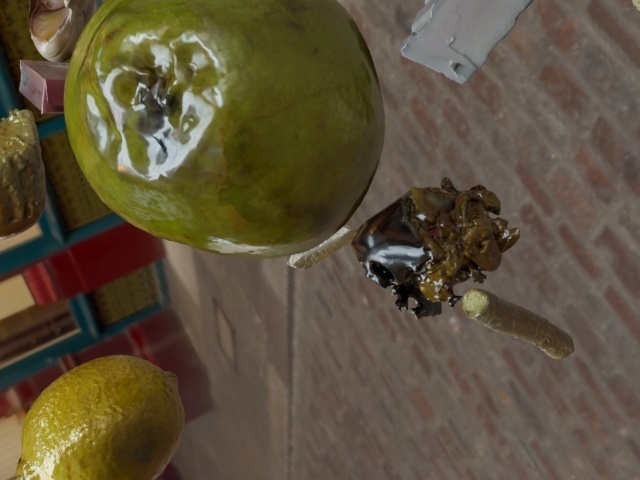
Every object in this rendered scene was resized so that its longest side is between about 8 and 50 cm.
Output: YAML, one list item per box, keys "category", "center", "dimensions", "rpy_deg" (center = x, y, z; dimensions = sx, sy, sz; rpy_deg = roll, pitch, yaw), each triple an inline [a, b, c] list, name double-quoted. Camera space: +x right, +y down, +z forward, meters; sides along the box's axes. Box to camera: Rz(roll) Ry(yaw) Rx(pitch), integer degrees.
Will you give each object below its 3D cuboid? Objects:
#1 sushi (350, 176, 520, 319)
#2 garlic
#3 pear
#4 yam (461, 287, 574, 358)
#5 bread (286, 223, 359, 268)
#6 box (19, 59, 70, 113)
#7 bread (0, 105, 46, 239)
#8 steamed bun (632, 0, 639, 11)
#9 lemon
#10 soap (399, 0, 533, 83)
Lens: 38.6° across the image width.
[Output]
- category: "sushi"
  center: [0.190, 0.004, 1.487]
  dimensions: [0.204, 0.213, 0.200]
  rpy_deg: [-41, 80, 31]
- category: "garlic"
  center: [-0.411, -0.363, 1.440]
  dimensions: [0.124, 0.099, 0.174]
  rpy_deg: [75, -157, -64]
- category: "pear"
  center: [-0.097, -0.142, 1.001]
  dimensions: [0.352, 0.352, 0.413]
  rpy_deg: [62, -175, 9]
- category: "yam"
  center: [0.431, 0.183, 1.971]
  dimensions: [0.356, 0.081, 0.081]
  rpy_deg: [27, -170, -40]
- category: "bread"
  center: [0.011, 0.016, 1.997]
  dimensions: [0.105, 0.152, 0.077]
  rpy_deg: [34, -171, 29]
- category: "box"
  center: [-0.420, -0.251, 1.494]
  dimensions: [0.156, 0.111, 0.060]
  rpy_deg: [35, 121, 48]
- category: "bread"
  center: [-0.575, -0.099, 1.638]
  dimensions: [0.162, 0.262, 0.204]
  rpy_deg: [22, 132, 21]
- category: "steamed bun"
  center: [0.596, -0.459, 1.502]
  dimensions: [0.106, 0.177, 0.192]
  rpy_deg: [51, 141, 32]
- category: "lemon"
  center: [-0.284, 0.251, 1.200]
  dimensions: [0.188, 0.256, 0.188]
  rpy_deg: [31, 141, 30]
- category: "soap"
  center: [0.307, -0.461, 1.687]
  dimensions: [0.159, 0.258, 0.302]
  rpy_deg: [32, 153, -10]
